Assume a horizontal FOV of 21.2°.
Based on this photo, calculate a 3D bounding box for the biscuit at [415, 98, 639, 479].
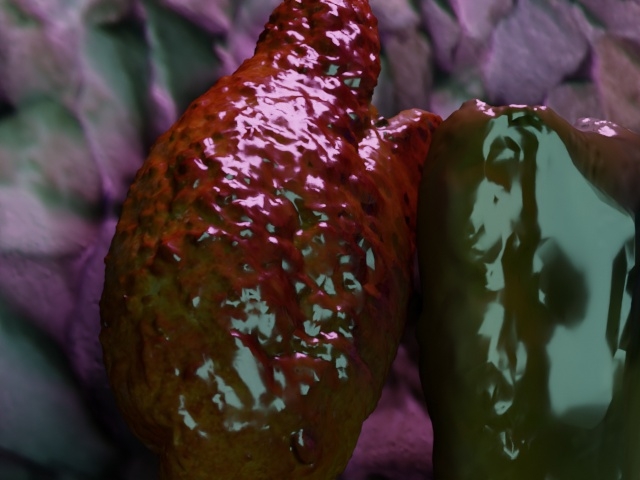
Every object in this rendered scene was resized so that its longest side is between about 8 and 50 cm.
[{"bbox_3d":[0.148,0.070,0.793,0.335,0.078,0.329,-33,118,-54],"label":"biscuit"}]

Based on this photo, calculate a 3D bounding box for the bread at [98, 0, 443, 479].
[{"bbox_3d":[-0.005,-0.004,0.688,0.139,0.095,0.269,57,44,-27],"label":"bread"}]
